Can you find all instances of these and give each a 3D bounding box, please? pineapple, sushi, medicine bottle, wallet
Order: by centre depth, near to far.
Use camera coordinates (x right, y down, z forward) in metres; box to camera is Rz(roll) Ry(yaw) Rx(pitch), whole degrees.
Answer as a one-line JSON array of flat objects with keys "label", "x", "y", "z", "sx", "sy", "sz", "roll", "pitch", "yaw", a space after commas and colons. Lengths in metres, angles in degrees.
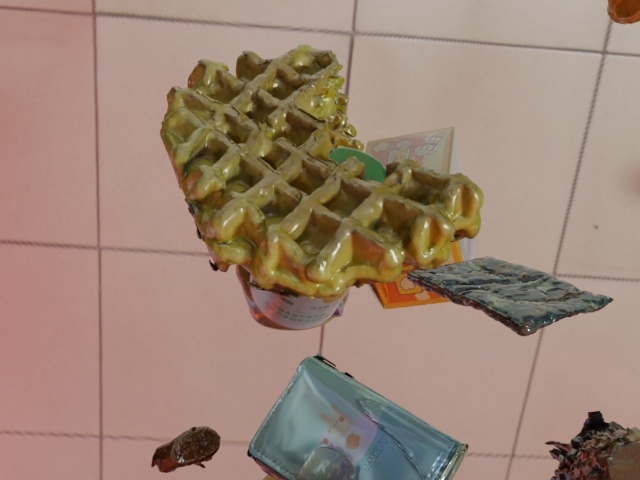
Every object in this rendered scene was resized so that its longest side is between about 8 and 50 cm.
[{"label": "medicine bottle", "x": 0.000, "y": 0.000, "z": 1.106, "sx": 0.133, "sy": 0.133, "sz": 0.274, "roll": 14, "pitch": 146, "yaw": -9}, {"label": "wallet", "x": 0.043, "y": 0.279, "z": 1.151, "sx": 0.176, "sy": 0.250, "sz": 0.075, "roll": -55, "pitch": 152, "yaw": -14}, {"label": "sushi", "x": -0.192, "y": 0.305, "z": 1.277, "sx": 0.118, "sy": 0.062, "sz": 0.060, "roll": 3, "pitch": 158, "yaw": -35}, {"label": "pineapple", "x": 0.437, "y": 0.352, "z": 1.361, "sx": 0.165, "sy": 0.364, "sz": 0.166, "roll": 0, "pitch": 84, "yaw": -3}]

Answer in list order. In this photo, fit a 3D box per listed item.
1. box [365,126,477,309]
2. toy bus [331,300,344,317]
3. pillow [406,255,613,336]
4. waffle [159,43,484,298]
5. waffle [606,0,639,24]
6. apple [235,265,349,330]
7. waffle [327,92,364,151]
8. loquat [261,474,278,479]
[{"label": "box", "x": 0.201, "y": -0.048, "z": 1.834, "sx": 0.213, "sy": 0.283, "sz": 0.260, "roll": -10, "pitch": 123, "yaw": 19}, {"label": "toy bus", "x": -0.019, "y": 0.134, "z": 1.767, "sx": 0.130, "sy": 0.037, "sz": 0.052, "roll": -3, "pitch": 135, "yaw": 15}, {"label": "pillow", "x": 0.272, "y": 0.072, "z": 1.288, "sx": 0.189, "sy": 0.255, "sz": 0.034, "roll": -12, "pitch": 110, "yaw": -34}, {"label": "waffle", "x": -0.007, "y": -0.043, "z": 0.486, "sx": 0.149, "sy": 0.194, "sz": 0.051, "roll": -12, "pitch": 135, "yaw": -15}, {"label": "waffle", "x": 0.333, "y": -0.268, "z": 0.644, "sx": 0.283, "sy": 0.065, "sz": 0.309, "roll": -11, "pitch": 148, "yaw": 6}, {"label": "apple", "x": -0.060, "y": 0.077, "z": 1.926, "sx": 0.233, "sy": 0.257, "sz": 0.257, "roll": -22, "pitch": 115, "yaw": 1}, {"label": "waffle", "x": -0.069, "y": -0.191, "z": 1.508, "sx": 0.293, "sy": 0.260, "sz": 0.069, "roll": -16, "pitch": 160, "yaw": -22}, {"label": "loquat", "x": -0.025, "y": 0.455, "z": 1.384, "sx": 0.213, "sy": 0.213, "sz": 0.213, "roll": -1, "pitch": 115, "yaw": -2}]
